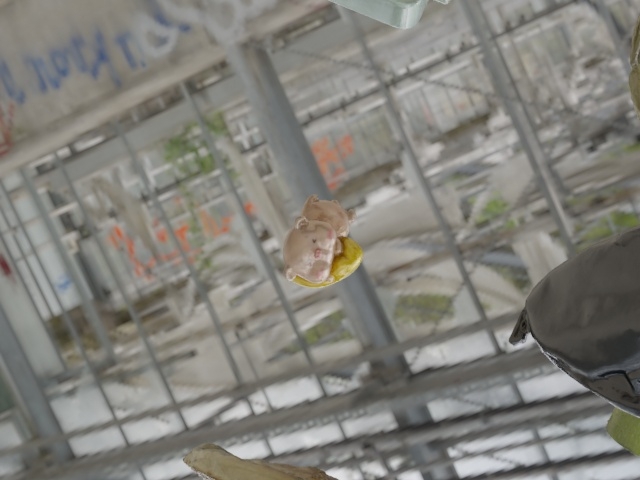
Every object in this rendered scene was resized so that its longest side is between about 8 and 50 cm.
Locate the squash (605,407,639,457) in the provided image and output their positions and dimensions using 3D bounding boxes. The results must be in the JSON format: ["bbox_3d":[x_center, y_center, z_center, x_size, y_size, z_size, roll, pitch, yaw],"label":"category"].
[{"bbox_3d":[0.503,0.158,1.626,0.137,0.137,0.287,-65,178,-81],"label":"squash"}]

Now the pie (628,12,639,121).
[{"bbox_3d":[0.404,-0.157,1.039,0.274,0.274,0.055,-23,-174,14],"label":"pie"}]

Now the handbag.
[{"bbox_3d":[0.343,0.099,0.985,0.302,0.178,0.275,19,144,-27],"label":"handbag"}]

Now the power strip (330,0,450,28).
[{"bbox_3d":[-0.048,-0.312,1.175,0.062,0.385,0.091,89,24,-76],"label":"power strip"}]

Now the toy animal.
[{"bbox_3d":[0.000,0.000,1.398,0.091,0.114,0.082,11,168,30],"label":"toy animal"}]

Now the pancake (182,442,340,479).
[{"bbox_3d":[0.005,0.346,1.561,0.082,0.387,0.387,-67,-163,-11],"label":"pancake"}]
